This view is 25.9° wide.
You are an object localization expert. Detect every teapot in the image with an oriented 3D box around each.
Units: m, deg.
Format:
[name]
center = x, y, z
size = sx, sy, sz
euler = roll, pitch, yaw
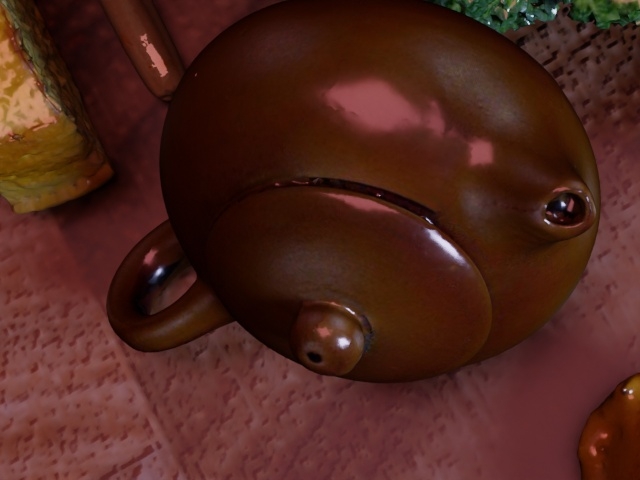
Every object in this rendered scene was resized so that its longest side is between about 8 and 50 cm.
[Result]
[teapot]
center = 0.000, 0.000, 0.556
size = 0.252, 0.178, 0.135
euler = -19, 34, 36

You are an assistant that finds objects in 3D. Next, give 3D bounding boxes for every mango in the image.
[mango]
center = 0.143, 0.116, 0.570
size = 0.077, 0.063, 0.127
euler = 5, 87, 51

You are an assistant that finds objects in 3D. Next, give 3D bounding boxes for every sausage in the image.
[sausage]
center = -0.099, -0.125, 0.666
size = 0.024, 0.024, 0.132
euler = -28, 77, 3

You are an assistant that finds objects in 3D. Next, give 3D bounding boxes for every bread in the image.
[bread]
center = -0.160, -0.102, 0.633
size = 0.065, 0.103, 0.187
euler = -26, 83, 6

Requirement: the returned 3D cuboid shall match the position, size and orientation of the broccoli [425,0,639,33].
[broccoli]
center = 0.068, -0.211, 0.553
size = 0.294, 0.245, 0.265
euler = 41, 69, -11
